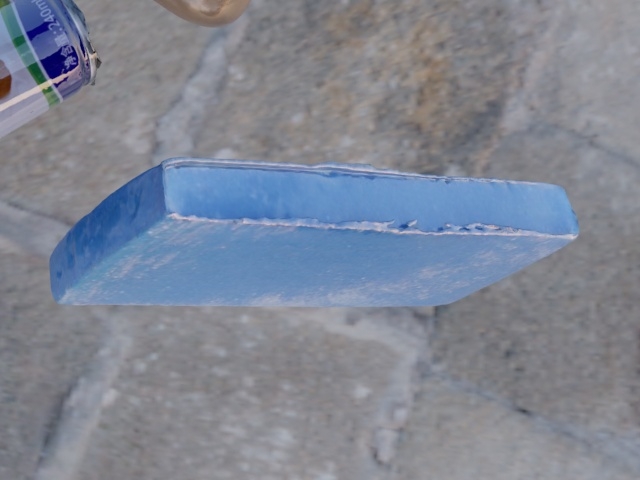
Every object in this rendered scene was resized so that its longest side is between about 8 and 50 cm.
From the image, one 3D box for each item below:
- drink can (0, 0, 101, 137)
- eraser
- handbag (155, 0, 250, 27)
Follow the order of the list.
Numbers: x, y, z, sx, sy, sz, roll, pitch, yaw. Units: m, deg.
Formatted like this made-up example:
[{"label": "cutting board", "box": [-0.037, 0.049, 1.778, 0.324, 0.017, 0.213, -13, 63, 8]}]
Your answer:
[{"label": "drink can", "box": [-0.264, -0.087, 1.086, 0.235, 0.097, 0.097, -34, 102, -25]}, {"label": "eraser", "box": [0.000, 0.000, 1.029, 0.312, 0.144, 0.042, 2, 68, -36]}, {"label": "handbag", "box": [-0.148, -0.322, 1.348, 0.302, 0.283, 0.149, 33, 113, -9]}]
